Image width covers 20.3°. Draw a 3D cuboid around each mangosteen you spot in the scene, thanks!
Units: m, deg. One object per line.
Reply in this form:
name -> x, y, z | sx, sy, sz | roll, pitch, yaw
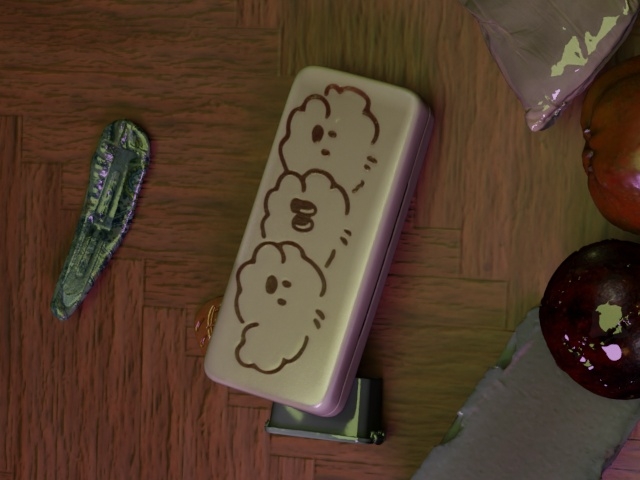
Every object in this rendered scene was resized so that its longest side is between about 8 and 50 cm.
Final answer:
mangosteen -> 0.300, 0.069, 1.681 | 0.180, 0.166, 0.166 | -23, 87, 26

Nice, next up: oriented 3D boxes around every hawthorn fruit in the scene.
hawthorn fruit -> 0.332, -0.094, 1.674 | 0.189, 0.189, 0.189 | 1, 95, 17

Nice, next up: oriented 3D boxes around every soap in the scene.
soap -> 0.177, 0.222, 1.698 | 0.159, 0.258, 0.302 | 31, 102, 14

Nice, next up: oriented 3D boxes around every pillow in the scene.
pillow -> 0.191, -0.256, 1.730 | 0.173, 0.067, 0.270 | -46, 63, 19

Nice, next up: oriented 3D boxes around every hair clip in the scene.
hair clip -> -0.239, -0.021, 1.924 | 0.066, 0.036, 0.229 | 22, 94, 10

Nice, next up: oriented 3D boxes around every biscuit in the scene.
biscuit -> -0.094, 0.102, 1.899 | 0.078, 0.015, 0.091 | -29, 86, 18

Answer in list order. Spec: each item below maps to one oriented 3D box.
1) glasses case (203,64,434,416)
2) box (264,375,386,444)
glasses case -> 0.000, 0.000, 1.791 | 0.144, 0.076, 0.336 | 15, 85, 17
box -> 0.008, 0.170, 1.841 | 0.122, 0.084, 0.069 | 5, 86, 16
